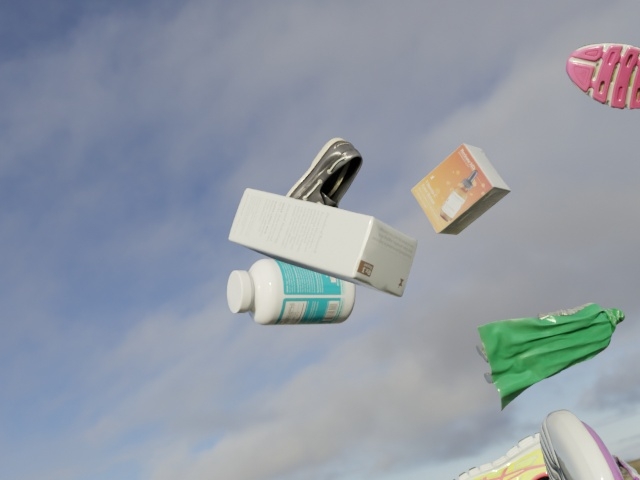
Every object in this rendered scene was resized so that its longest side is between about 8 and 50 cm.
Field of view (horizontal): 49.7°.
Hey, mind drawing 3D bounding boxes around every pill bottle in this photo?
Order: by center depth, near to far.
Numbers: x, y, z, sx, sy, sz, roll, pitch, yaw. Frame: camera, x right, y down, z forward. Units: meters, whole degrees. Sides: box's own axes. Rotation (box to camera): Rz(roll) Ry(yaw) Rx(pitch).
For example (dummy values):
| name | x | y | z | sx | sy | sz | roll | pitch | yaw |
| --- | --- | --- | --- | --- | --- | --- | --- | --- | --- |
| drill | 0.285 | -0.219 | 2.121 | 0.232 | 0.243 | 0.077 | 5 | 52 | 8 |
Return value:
| name | x | y | z | sx | sy | sz | roll | pitch | yaw |
| --- | --- | --- | --- | --- | --- | --- | --- | --- | --- |
| pill bottle | -0.066 | 0.113 | 1.520 | 0.264 | 0.146 | 0.146 | 3 | -29 | -28 |

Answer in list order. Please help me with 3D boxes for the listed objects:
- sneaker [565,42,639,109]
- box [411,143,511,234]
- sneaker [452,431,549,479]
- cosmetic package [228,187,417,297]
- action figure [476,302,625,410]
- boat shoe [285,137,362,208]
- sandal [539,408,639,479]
| name | x | y | z | sx | sy | sz | roll | pitch | yaw |
| --- | --- | --- | --- | --- | --- | --- | --- | --- | --- |
| sneaker | 0.333 | -0.173 | 0.716 | 0.170 | 0.075 | 0.063 | 5 | -64 | -1 |
| box | 0.316 | -0.113 | 1.570 | 0.091 | 0.130 | 0.170 | 4 | -40 | -49 |
| sneaker | 0.237 | 0.335 | 0.884 | 0.208 | 0.094 | 0.081 | -38 | -64 | 4 |
| cosmetic package | 0.000 | 0.000 | 0.918 | 0.231 | 0.085 | 0.117 | 13 | -7 | 39 |
| action figure | 0.354 | 0.151 | 1.041 | 0.232 | 0.137 | 0.063 | -18 | 15 | -7 |
| boat shoe | -0.002 | -0.069 | 1.130 | 0.075 | 0.065 | 0.206 | 27 | -82 | -46 |
| sandal | 0.310 | 0.289 | 0.708 | 0.102 | 0.169 | 0.416 | -23 | -46 | 5 |
